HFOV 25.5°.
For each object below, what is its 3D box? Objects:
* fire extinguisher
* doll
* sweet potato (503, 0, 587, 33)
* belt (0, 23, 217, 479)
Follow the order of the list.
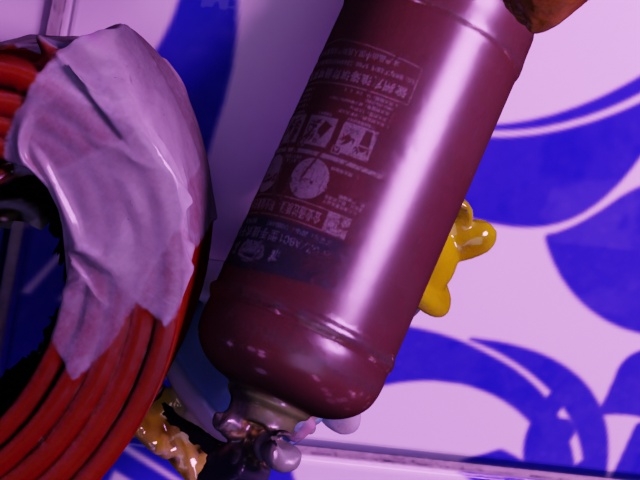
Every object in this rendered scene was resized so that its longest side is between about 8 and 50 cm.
[{"bbox_3d":[0.000,0.000,0.743,0.102,0.138,0.344,31,78,-35],"label":"fire extinguisher"},{"bbox_3d":[-0.007,0.048,0.837,0.241,0.099,0.135,-39,82,11],"label":"doll"},{"bbox_3d":[0.113,-0.198,0.539,0.097,0.097,0.251,4,124,-14],"label":"sweet potato"},{"bbox_3d":[-0.181,0.029,0.747,0.227,0.115,0.324,41,104,-7],"label":"belt"}]
